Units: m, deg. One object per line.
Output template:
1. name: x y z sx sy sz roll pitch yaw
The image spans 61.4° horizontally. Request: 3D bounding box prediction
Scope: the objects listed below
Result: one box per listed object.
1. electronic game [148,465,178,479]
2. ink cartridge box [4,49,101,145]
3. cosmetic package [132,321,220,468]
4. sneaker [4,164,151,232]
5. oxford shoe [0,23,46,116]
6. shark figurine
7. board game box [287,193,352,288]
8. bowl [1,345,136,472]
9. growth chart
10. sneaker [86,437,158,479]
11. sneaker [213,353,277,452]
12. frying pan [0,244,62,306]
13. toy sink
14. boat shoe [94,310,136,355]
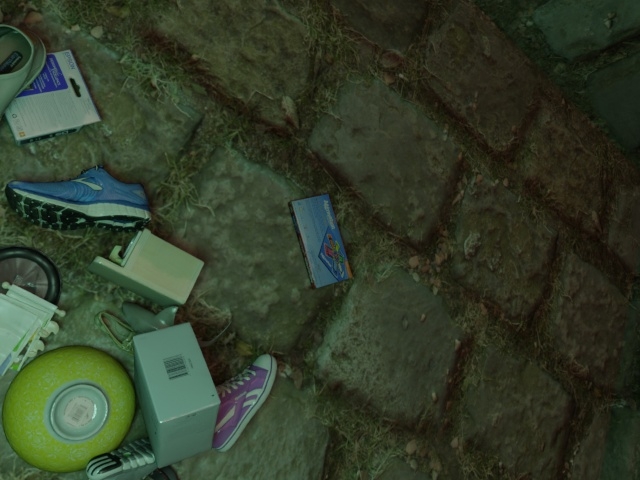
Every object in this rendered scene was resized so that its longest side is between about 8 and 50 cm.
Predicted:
1. electronic game: -0.443 0.632 1.283 0.229 0.048 0.229 12 64 -27
2. ink cartridge box: -0.696 -0.363 1.360 0.208 0.045 0.206 -23 91 -30
3. cosmetic package: -0.338 0.355 1.241 0.138 0.225 0.224 -12 49 -26
4. sneaker: -0.592 -0.110 1.337 0.329 0.129 0.147 6 62 -33
5. oxford shoe: -0.791 -0.314 1.214 0.169 0.130 0.449 33 76 -13
6. shark figurine: -0.358 0.215 1.348 0.278 0.166 0.116 23 105 -20
7. board game box: 0.000 0.000 1.704 0.145 0.027 0.282 -14 86 -31
8. bowl: -0.552 0.381 1.213 0.289 0.156 0.290 7 76 -29
9. growth chart: -0.708 0.214 1.203 0.172 0.021 0.237 45 73 -23
10. sneaker: -0.441 0.547 1.252 0.228 0.086 0.132 4 100 -51
11. sneaker: -0.235 0.394 1.419 0.161 0.102 0.282 45 60 -23
12. frying pan: -0.747 0.058 1.237 0.326 0.053 0.197 51 59 -15
13. toy sink: -0.438 0.060 1.356 0.234 0.152 0.131 30 65 -21
14. boat shoe: -0.495 0.233 1.343 0.153 0.048 0.056 49 60 -12
